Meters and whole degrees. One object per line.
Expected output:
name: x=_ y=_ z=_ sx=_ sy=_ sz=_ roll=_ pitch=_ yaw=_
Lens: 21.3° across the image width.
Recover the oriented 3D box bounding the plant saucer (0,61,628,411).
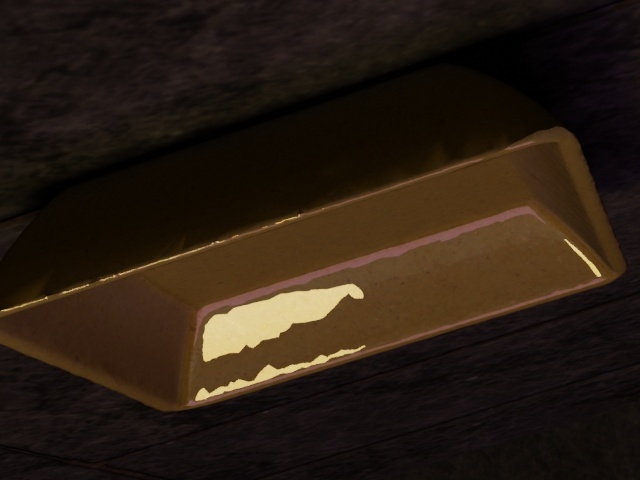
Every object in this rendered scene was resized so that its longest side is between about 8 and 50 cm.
plant saucer: x=0.000 y=0.000 z=1.015 sx=0.333 sy=0.081 sz=0.333 roll=-18 pitch=162 yaw=10
